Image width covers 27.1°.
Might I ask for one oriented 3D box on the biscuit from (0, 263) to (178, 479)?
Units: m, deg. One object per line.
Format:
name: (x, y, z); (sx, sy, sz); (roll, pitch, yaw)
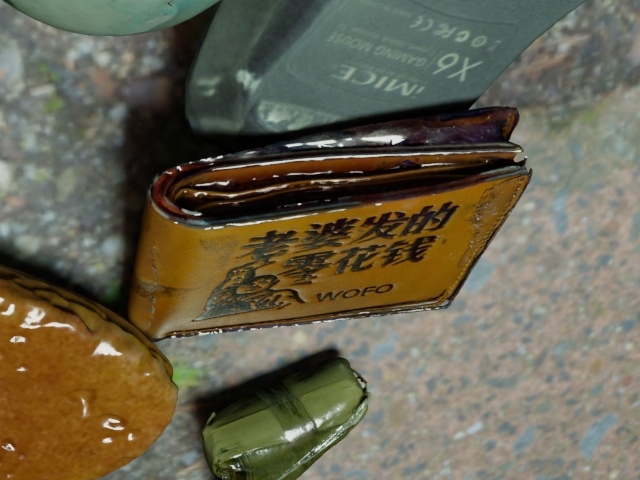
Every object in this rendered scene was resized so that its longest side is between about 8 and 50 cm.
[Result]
biscuit: (-0.181, 0.132, 0.736); (0.262, 0.052, 0.277); (19, 118, -30)

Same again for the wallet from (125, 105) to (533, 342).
wallet: (0.001, 0.002, 0.682); (0.195, 0.042, 0.161); (-9, 152, -17)

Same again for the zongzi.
zongzi: (-0.017, 0.128, 0.802); (0.104, 0.052, 0.113); (-22, 142, -12)

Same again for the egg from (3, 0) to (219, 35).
egg: (-0.058, -0.187, 0.484); (0.169, 0.169, 0.236); (18, 118, -30)

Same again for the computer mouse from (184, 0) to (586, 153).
computer mouse: (0.027, -0.120, 0.620); (0.167, 0.090, 0.379); (13, 134, -40)
